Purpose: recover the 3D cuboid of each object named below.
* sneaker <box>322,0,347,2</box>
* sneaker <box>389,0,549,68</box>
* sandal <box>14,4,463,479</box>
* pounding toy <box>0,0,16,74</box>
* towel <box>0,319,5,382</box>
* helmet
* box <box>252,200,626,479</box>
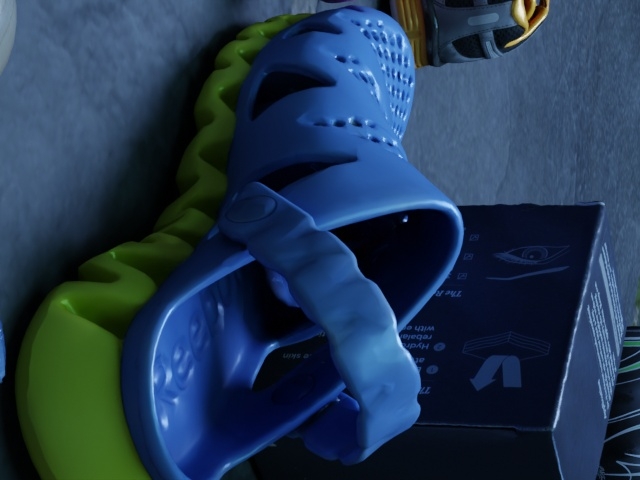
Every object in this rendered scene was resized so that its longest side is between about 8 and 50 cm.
[{"bbox_3d":[0.018,-0.233,0.764,0.111,0.103,0.252,50,37,-50],"label":"sneaker"},{"bbox_3d":[0.113,-0.160,0.990,0.215,0.083,0.084,-50,133,-59],"label":"sneaker"},{"bbox_3d":[0.000,0.000,0.649,0.317,0.138,0.126,-67,145,-48],"label":"sandal"},{"bbox_3d":[-0.132,-0.151,0.360,0.237,0.110,0.183,45,72,-10],"label":"pounding toy"},{"bbox_3d":[-0.137,0.035,0.455,0.119,0.029,0.067,-40,124,-61],"label":"towel"},{"bbox_3d":[0.251,0.146,1.196,0.169,0.161,0.169,-1,90,-67],"label":"helmet"},{"bbox_3d":[0.062,0.065,0.764,0.158,0.156,0.093,-67,148,-44],"label":"box"}]
